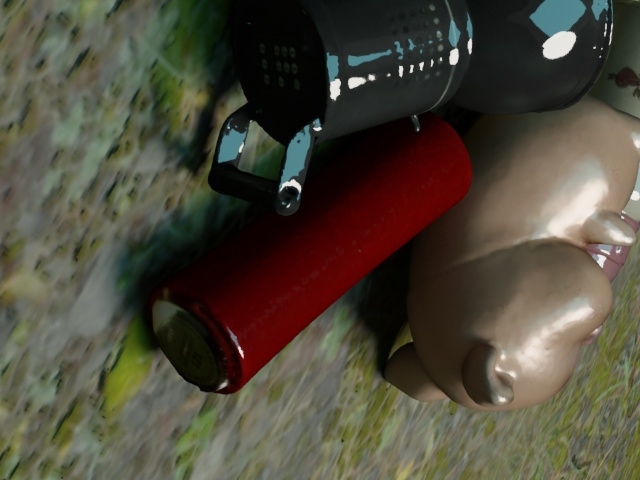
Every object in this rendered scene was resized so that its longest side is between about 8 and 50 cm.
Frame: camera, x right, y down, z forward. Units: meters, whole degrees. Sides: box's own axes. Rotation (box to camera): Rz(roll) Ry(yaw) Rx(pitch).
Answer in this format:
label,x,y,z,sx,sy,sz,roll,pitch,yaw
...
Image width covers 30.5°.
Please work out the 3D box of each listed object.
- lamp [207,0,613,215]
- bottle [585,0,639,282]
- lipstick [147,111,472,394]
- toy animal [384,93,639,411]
label,x,y,z,sx,sy,sz,roll,pitch,yaw
lamp,0.040,-0.128,0.684,0.227,0.147,0.172,-18,113,-31
bottle,0.239,-0.072,0.975,0.110,0.110,0.233,24,85,-53
lipstick,0.000,0.000,0.735,0.241,0.080,0.080,-38,132,-36
toy animal,0.144,0.005,0.852,0.166,0.154,0.250,96,14,-77
